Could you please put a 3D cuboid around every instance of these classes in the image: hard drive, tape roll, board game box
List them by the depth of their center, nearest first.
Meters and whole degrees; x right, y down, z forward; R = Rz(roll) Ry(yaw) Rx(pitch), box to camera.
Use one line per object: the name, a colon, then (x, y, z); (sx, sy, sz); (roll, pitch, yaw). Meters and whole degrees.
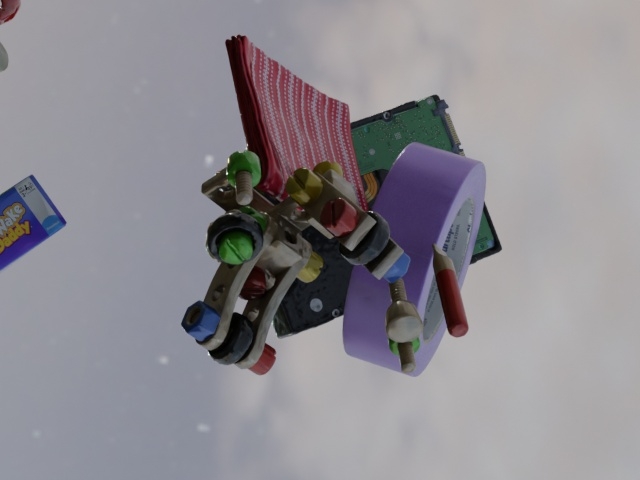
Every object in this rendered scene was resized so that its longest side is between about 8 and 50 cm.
tape roll: (0.117, 0.023, 2.095); (0.275, 0.090, 0.274); (18, 90, -76)
board game box: (-0.492, 0.054, 2.186); (0.078, 0.233, 0.347); (55, -35, -5)
hard drive: (0.054, -0.036, 2.270); (0.064, 0.339, 0.236); (-21, -89, 65)

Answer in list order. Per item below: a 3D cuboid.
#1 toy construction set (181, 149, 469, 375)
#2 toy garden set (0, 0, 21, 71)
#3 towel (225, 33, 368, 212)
toy construction set: (0.000, 0.000, 1.889); (0.237, 0.309, 0.257); (-97, -152, -50)
toy garden set: (-0.297, -0.167, 1.210); (0.049, 0.203, 0.244); (-16, -154, 26)
towel: (-0.018, -0.113, 2.008); (0.031, 0.275, 0.198); (-21, -114, 23)
